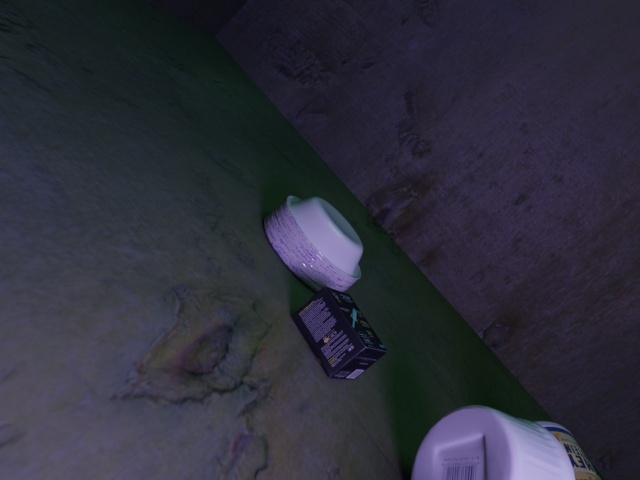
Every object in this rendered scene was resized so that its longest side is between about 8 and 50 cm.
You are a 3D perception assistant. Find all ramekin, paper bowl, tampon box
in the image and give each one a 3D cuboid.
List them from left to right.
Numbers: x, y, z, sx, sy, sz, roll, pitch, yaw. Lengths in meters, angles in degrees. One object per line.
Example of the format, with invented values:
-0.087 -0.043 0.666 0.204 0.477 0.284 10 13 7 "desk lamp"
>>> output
0.000 0.000 1.573 0.284 0.148 0.284 45 13 -14 "paper bowl"
0.040 0.195 1.265 0.161 0.101 0.120 55 16 29 "tampon box"
0.286 0.426 1.058 0.135 0.277 0.277 32 20 -24 "ramekin"

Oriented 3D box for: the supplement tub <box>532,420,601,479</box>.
0.562 0.616 1.430 0.228 0.228 0.316 40 16 -27 "supplement tub"
